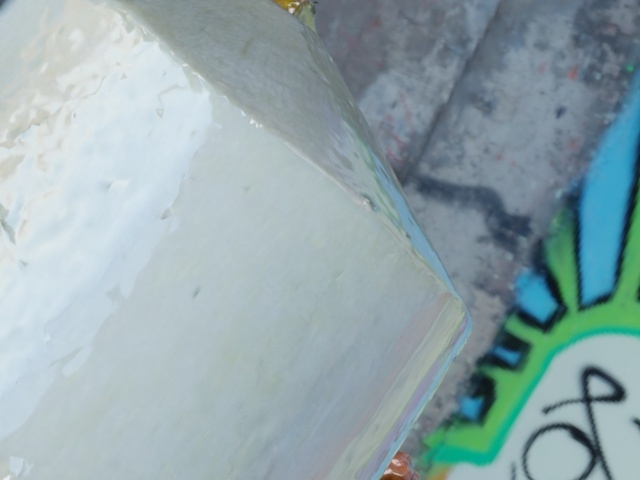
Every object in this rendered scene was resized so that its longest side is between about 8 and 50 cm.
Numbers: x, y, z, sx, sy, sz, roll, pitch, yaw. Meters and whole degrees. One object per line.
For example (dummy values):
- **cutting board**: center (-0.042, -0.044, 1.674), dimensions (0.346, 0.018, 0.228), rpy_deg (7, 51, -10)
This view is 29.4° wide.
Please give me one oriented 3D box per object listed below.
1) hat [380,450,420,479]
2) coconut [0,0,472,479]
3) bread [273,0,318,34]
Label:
- **hat**: center (-0.093, 0.310, 1.211), dimensions (0.285, 0.285, 0.400), rpy_deg (21, 134, -41)
- **coconut**: center (-0.090, 0.022, 0.541), dimensions (0.323, 0.323, 0.322), rpy_deg (-16, 119, -31)
- **bread**: center (-0.175, -0.281, 1.978), dimensions (0.279, 0.279, 0.207), rpy_deg (-47, 145, -32)
